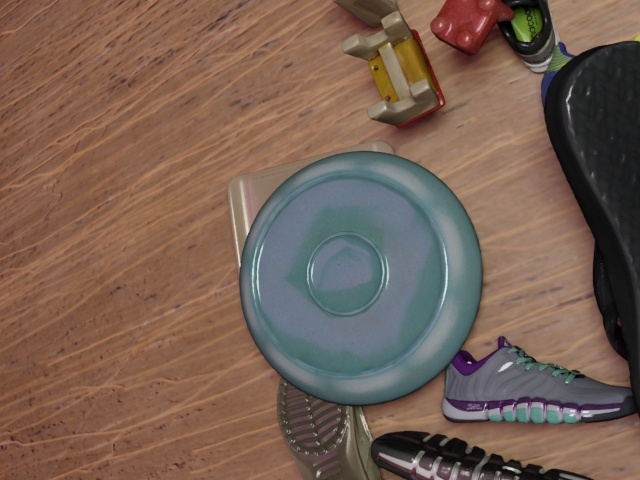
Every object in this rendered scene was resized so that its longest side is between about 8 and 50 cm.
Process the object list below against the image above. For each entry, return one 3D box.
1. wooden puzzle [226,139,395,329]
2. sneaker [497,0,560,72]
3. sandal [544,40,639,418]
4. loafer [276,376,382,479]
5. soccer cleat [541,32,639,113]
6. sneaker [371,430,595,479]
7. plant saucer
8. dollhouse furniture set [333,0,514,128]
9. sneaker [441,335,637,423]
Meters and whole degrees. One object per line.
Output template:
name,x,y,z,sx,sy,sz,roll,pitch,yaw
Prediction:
wooden puzzle,0.000,0.000,1.041,0.239,0.044,0.220,-11,83,22
sneaker,0.229,-0.279,0.907,0.063,0.075,0.170,-19,80,26
sandal,0.343,0.018,0.803,0.168,0.107,0.445,-21,99,-8
loafer,0.018,0.267,0.996,0.102,0.092,0.268,-20,63,10
soccer cleat,0.377,-0.174,0.822,0.289,0.093,0.121,2,80,26
sneaker,0.179,0.328,0.905,0.281,0.106,0.162,11,97,26
plant saucer,0.035,0.042,0.964,0.318,0.044,0.317,-3,82,21
dollhouse furniture set,0.110,-0.337,0.926,0.201,0.152,0.374,-24,78,25
sneaker,0.240,0.155,0.891,0.224,0.083,0.098,-7,81,28
